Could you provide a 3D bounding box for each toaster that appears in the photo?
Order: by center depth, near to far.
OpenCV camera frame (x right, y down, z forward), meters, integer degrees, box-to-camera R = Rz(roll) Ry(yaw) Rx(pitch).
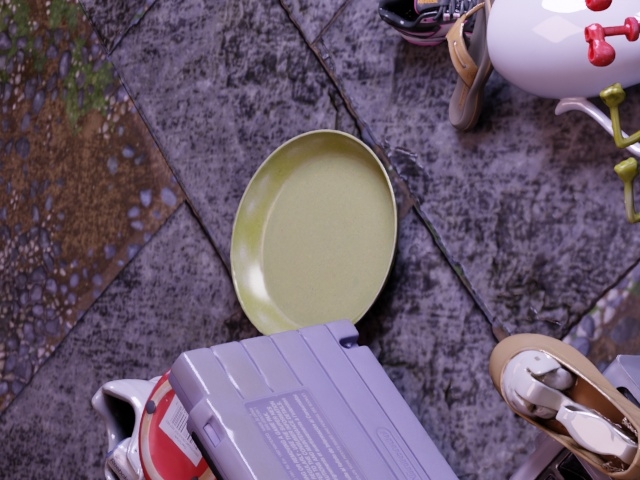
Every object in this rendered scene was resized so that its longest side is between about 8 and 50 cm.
[{"bbox_3d":[0.283,0.219,1.641,0.168,0.110,0.186,-52,52,22],"label":"toaster"}]

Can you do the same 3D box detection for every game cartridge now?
[{"bbox_3d":[0.021,0.238,1.772,0.355,0.230,0.068,56,140,29],"label":"game cartridge"}]

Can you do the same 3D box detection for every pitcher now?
[{"bbox_3d":[0.265,-0.169,1.739,0.207,0.125,0.178,7,86,31],"label":"pitcher"}]

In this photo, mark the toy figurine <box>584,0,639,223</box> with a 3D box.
[{"bbox_3d":[0.351,-0.198,1.542,0.217,0.191,0.363,161,102,-75],"label":"toy figurine"}]

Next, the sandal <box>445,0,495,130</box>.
[{"bbox_3d":[0.147,-0.188,1.843,0.072,0.049,0.180,-96,14,-49],"label":"sandal"}]

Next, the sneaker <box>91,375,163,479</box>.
[{"bbox_3d":[-0.180,0.283,2.031,0.111,0.129,0.297,-41,57,26],"label":"sneaker"}]

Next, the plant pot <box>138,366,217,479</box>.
[{"bbox_3d":[-0.087,0.216,1.934,0.191,0.174,0.191,-9,76,42],"label":"plant pot"}]

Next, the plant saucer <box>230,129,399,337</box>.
[{"bbox_3d":[0.000,0.000,1.993,0.241,0.037,0.241,-12,72,40],"label":"plant saucer"}]

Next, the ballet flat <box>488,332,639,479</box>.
[{"bbox_3d":[0.218,0.141,1.591,0.232,0.073,0.080,32,101,42],"label":"ballet flat"}]

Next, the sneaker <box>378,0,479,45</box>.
[{"bbox_3d":[0.135,-0.239,1.896,0.178,0.077,0.072,-10,76,40],"label":"sneaker"}]
